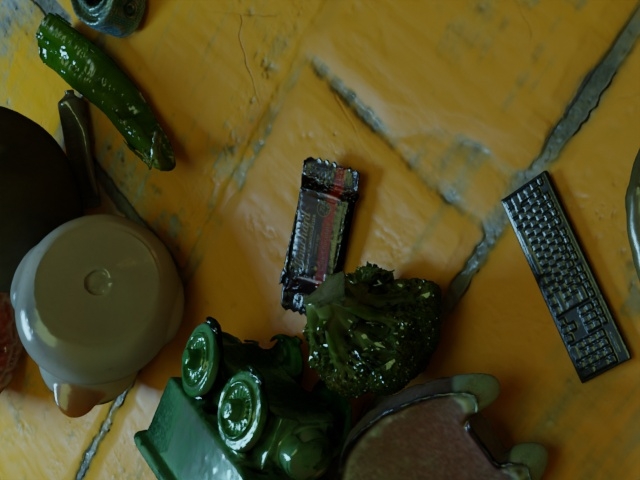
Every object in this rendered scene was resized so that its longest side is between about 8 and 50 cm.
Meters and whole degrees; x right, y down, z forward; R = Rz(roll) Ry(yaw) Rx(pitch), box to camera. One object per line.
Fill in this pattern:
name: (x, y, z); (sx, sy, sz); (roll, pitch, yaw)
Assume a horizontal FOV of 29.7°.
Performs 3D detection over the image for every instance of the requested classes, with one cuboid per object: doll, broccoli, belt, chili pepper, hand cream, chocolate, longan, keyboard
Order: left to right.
longan: (-0.421, -0.055, 1.592); (0.248, 0.248, 0.248); (-1, 89, 42)
belt: (-0.346, -0.361, 1.637); (0.302, 0.072, 0.087); (36, 110, 37)
hand cream: (-0.331, -0.125, 1.655); (0.057, 0.037, 0.165); (-9, 91, 42)
doll: (-0.280, 0.099, 1.520); (0.221, 0.221, 0.251); (-13, 58, 41)
chili pepper: (-0.271, -0.188, 1.567); (0.359, 0.076, 0.085); (43, 136, 39)
chocolate: (0.000, 0.000, 1.349); (0.086, 0.028, 0.182); (15, 101, 34)
broccoli: (0.047, 0.091, 1.238); (0.162, 0.138, 0.146); (1, 52, 53)
keyboard: (0.232, 0.033, 1.149); (0.063, 0.010, 0.198); (-36, 66, 38)

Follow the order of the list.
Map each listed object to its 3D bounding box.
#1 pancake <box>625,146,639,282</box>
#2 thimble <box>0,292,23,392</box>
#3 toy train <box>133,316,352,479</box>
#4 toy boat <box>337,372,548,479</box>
pancake: (0.374, -0.008, 0.995); (0.294, 0.049, 0.294); (-1, 88, 44)
thimble: (-0.550, 0.135, 1.717); (0.162, 0.239, 0.239); (12, 97, 42)
toy train: (-0.081, 0.206, 1.316); (0.266, 0.145, 0.202); (41, 113, 54)
toy boat: (0.116, 0.214, 1.205); (0.227, 0.085, 0.155); (-36, 93, 34)
